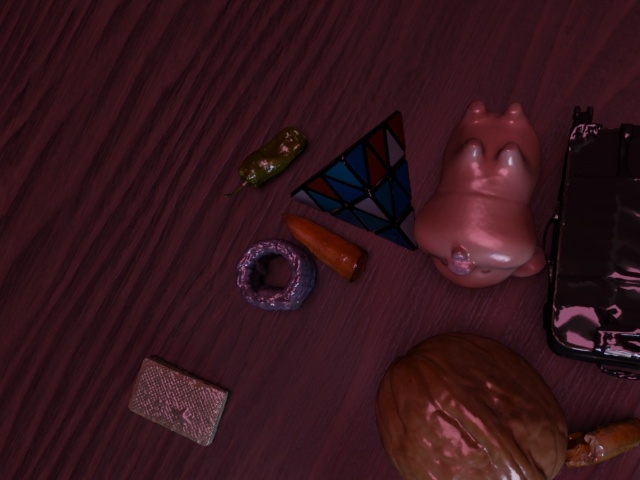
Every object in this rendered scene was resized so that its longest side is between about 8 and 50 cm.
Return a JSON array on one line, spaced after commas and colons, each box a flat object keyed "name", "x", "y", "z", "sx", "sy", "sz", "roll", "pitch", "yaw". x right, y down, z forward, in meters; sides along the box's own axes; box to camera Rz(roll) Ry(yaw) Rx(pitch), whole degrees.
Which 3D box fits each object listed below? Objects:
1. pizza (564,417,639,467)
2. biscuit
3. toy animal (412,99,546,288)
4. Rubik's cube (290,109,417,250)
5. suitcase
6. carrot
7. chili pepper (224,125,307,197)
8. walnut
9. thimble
[{"name": "pizza", "x": 0.463, "y": 0.341, "z": 1.061, "sx": 0.161, "sy": 0.182, "sz": 0.063, "roll": -49, "pitch": 54, "yaw": 46}, {"name": "biscuit", "x": -0.296, "y": 0.329, "z": 1.297, "sx": 0.199, "sy": 0.040, "sz": 0.121, "roll": 19, "pitch": 91, "yaw": 15}, {"name": "toy animal", "x": 0.282, "y": -0.075, "z": 1.097, "sx": 0.237, "sy": 0.269, "sz": 0.326, "roll": 10, "pitch": 49, "yaw": 23}, {"name": "Rubik's cube", "x": 0.095, "y": -0.176, "z": 1.193, "sx": 0.284, "sy": 0.250, "sz": 0.234, "roll": 23, "pitch": 71, "yaw": 21}, {"name": "suitcase", "x": 0.511, "y": 0.007, "z": 1.022, "sx": 0.283, "sy": 0.194, "sz": 0.434, "roll": 6, "pitch": 74, "yaw": 18}, {"name": "carrot", "x": 0.000, "y": 0.000, "z": 1.241, "sx": 0.205, "sy": 0.072, "sz": 0.072, "roll": 35, "pitch": 93, "yaw": 18}, {"name": "chili pepper", "x": -0.118, "y": -0.156, "z": 1.288, "sx": 0.204, "sy": 0.073, "sz": 0.072, "roll": -39, "pitch": 58, "yaw": -4}, {"name": "walnut", "x": 0.246, "y": 0.303, "z": 1.042, "sx": 0.313, "sy": 0.277, "sz": 0.252, "roll": 49, "pitch": 135, "yaw": 20}, {"name": "thimble", "x": -0.088, "y": 0.069, "z": 1.241, "sx": 0.150, "sy": 0.098, "sz": 0.150, "roll": -2, "pitch": 83, "yaw": 15}]
